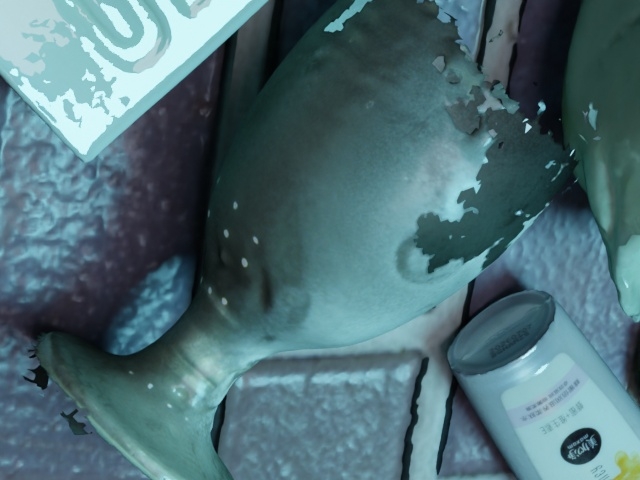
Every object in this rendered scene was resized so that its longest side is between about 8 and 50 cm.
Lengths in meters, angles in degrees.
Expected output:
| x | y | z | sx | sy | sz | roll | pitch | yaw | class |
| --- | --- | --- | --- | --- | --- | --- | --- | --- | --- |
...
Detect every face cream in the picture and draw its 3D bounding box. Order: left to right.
| x | y | z | sx | sy | sz | roll | pitch | yaw | class |
| --- | --- | --- | --- | --- | --- | --- | --- | --- | --- |
| 0.193 | 0.153 | 1.432 | 0.107 | 0.073 | 0.269 | -31 | 123 | 7 | face cream |

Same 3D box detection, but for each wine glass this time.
| x | y | z | sx | sy | sz | roll | pitch | yaw | class |
| --- | --- | --- | --- | --- | --- | --- | --- | --- | --- |
| -0.005 | -0.001 | 1.215 | 0.357 | 0.190 | 0.190 | -45 | 122 | 5 | wine glass |

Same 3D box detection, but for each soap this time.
| x | y | z | sx | sy | sz | roll | pitch | yaw | class |
| --- | --- | --- | --- | --- | --- | --- | --- | --- | --- |
| -0.096 | -0.194 | 1.143 | 0.265 | 0.087 | 0.160 | -42 | 121 | -3 | soap |

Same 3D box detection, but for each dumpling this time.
| x | y | z | sx | sy | sz | roll | pitch | yaw | class |
| --- | --- | --- | --- | --- | --- | --- | --- | --- | --- |
| 0.276 | -0.136 | 1.285 | 0.320 | 0.270 | 0.212 | -37 | 101 | 22 | dumpling |
